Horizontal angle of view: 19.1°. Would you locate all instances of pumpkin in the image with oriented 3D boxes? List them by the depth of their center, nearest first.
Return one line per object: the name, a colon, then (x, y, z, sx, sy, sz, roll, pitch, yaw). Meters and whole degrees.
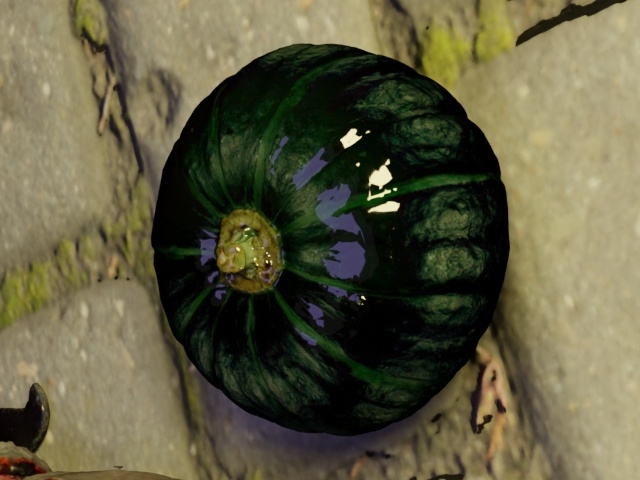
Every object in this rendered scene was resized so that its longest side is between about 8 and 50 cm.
pumpkin: (0.000, 0.000, 0.951, 0.202, 0.140, 0.202, 7, 99, 45)

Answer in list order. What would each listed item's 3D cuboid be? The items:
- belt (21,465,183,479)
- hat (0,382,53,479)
belt: (-0.099, 0.208, 1.064, 0.201, 0.128, 0.124, 14, 101, 41)
hat: (-0.244, 0.154, 1.232, 0.227, 0.129, 0.140, -130, 37, -50)
